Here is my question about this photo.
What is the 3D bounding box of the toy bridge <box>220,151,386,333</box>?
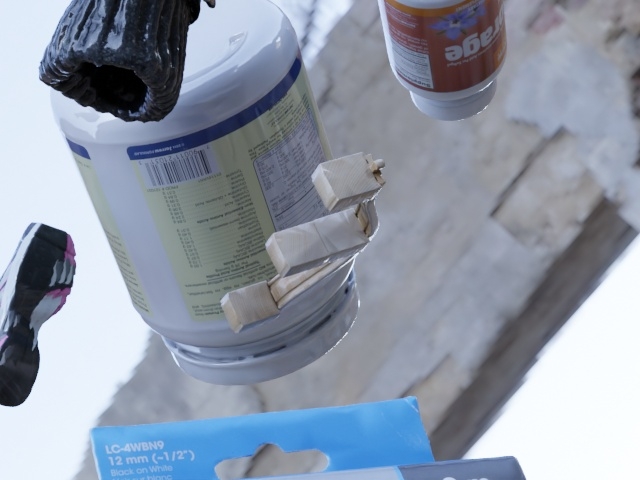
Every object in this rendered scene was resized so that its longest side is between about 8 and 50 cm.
[{"bbox_3d":[0.000,0.000,0.997,0.063,0.026,0.188,-17,-19,-30],"label":"toy bridge"}]

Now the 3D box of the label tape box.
[{"bbox_3d":[0.016,0.219,1.049,0.249,0.347,0.115,-2,-40,-22],"label":"label tape box"}]

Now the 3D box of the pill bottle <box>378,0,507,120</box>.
[{"bbox_3d":[0.122,-0.216,1.677,0.121,0.121,0.216,-42,-29,-15],"label":"pill bottle"}]

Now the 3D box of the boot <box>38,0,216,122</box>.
[{"bbox_3d":[-0.145,-0.253,1.270,0.348,0.131,0.260,59,-130,-67],"label":"boot"}]

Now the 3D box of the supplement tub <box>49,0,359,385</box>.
[{"bbox_3d":[-0.098,-0.048,1.620,0.235,0.235,0.324,-37,-52,-27],"label":"supplement tub"}]

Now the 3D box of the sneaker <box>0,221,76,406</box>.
[{"bbox_3d":[-0.290,0.061,1.564,0.072,0.077,0.178,44,-121,-47],"label":"sneaker"}]
